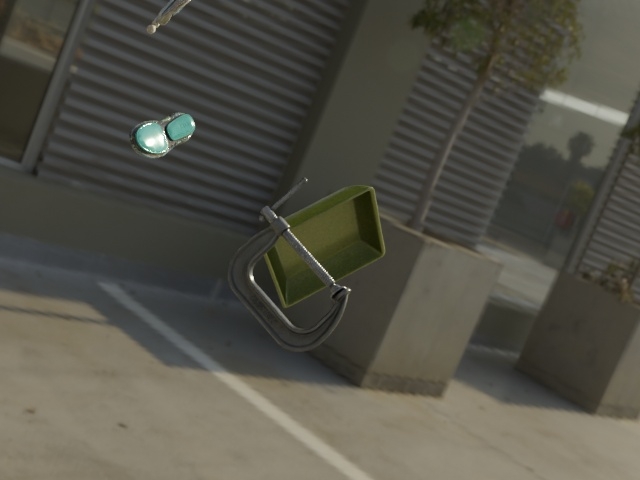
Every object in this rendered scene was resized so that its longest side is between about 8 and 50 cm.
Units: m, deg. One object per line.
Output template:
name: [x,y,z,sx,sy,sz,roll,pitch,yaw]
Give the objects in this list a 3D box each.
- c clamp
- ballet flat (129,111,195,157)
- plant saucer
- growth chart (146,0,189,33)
c clamp: [-0.027,0.032,1.056,0.161,0.137,0.022,54,1,14]
ballet flat: [-0.288,-0.177,1.703,0.070,0.070,0.188,24,23,18]
plant saucer: [0.000,0.000,1.503,0.045,0.188,0.188,57,-10,33]
growth chart: [-0.203,-0.419,1.625,0.237,0.172,0.021,-17,-58,48]
